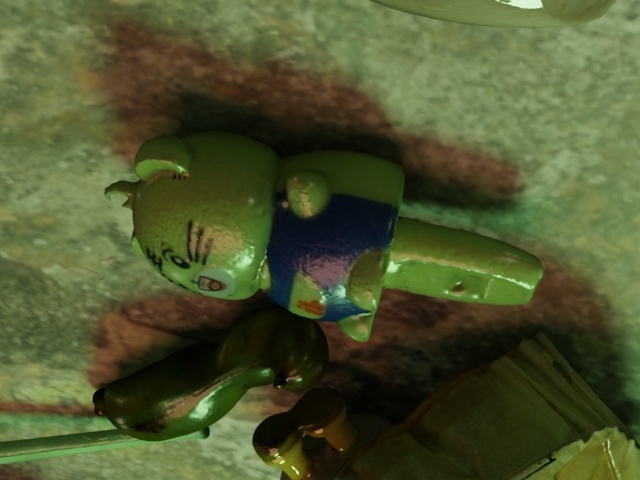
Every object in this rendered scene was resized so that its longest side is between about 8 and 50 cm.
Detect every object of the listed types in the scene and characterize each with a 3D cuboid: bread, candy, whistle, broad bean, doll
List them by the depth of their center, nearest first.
[{"bbox_3d":[0.000,0.000,1.025,0.227,0.085,0.105,13,150,0],"label":"whistle"},{"bbox_3d":[0.095,0.176,1.132,0.192,0.110,0.210,-35,134,-10],"label":"bread"},{"bbox_3d":[-0.067,0.083,1.164,0.214,0.070,0.048,-22,113,48],"label":"broad bean"},{"bbox_3d":[0.037,0.164,1.215,0.129,0.081,0.207,-35,132,5],"label":"doll"},{"bbox_3d":[-0.232,0.140,1.283,0.336,0.092,0.093,-7,100,13],"label":"candy"}]

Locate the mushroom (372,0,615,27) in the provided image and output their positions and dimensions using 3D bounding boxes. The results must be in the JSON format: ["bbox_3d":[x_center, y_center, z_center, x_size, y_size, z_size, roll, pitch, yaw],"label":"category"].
[{"bbox_3d":[0.031,-0.144,0.842,0.213,0.088,0.097,14,132,9],"label":"mushroom"}]
